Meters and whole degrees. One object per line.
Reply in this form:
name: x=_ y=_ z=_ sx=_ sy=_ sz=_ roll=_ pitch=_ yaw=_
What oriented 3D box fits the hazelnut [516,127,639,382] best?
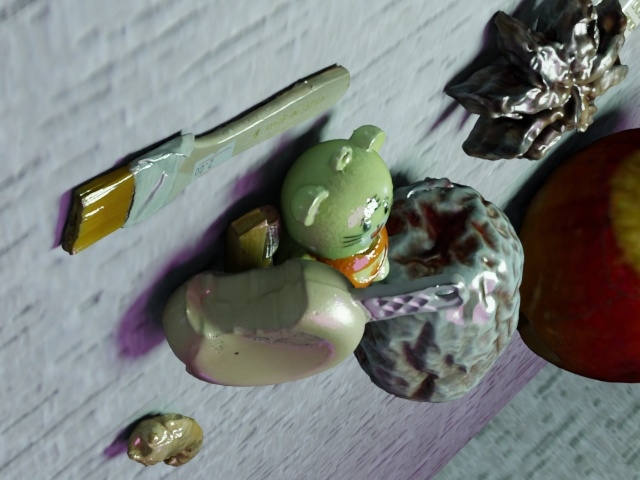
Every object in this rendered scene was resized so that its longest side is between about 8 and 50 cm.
hazelnut: x=0.476 y=0.011 z=2.210 sx=0.429 sy=0.402 sz=0.402 roll=-40 pitch=161 yaw=-31

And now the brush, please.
brush: x=-0.082 y=-0.079 z=1.227 sx=0.336 sy=0.020 sz=0.085 roll=-33 pitch=157 yaw=-40

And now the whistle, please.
whistle: x=0.013 y=-0.001 z=1.445 sx=0.131 sy=0.106 sz=0.288 roll=-48 pitch=158 yaw=-30

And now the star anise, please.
star anise: x=0.260 y=-0.172 z=1.636 sx=0.223 sy=0.109 sz=0.236 roll=-2 pitch=132 yaw=-53

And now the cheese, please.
cheese: x=-0.002 y=0.068 z=1.378 sx=0.286 sy=0.082 sz=0.163 roll=-13 pitch=150 yaw=14

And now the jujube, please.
jujube: x=0.135 y=0.061 z=1.731 sx=0.226 sy=0.226 sz=0.317 roll=-41 pitch=156 yaw=-21

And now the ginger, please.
ginger: x=-0.165 y=0.223 z=1.620 sx=0.069 sy=0.051 sz=0.173 roll=-44 pitch=160 yaw=-1

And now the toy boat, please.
toy boat: x=-0.065 y=0.015 z=1.413 sx=0.049 sy=0.047 sz=0.149 roll=-22 pitch=155 yaw=-18

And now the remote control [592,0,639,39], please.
remote control: x=0.316 y=-0.227 z=1.798 sx=0.277 sy=0.055 sz=0.103 roll=-52 pitch=161 yaw=10
